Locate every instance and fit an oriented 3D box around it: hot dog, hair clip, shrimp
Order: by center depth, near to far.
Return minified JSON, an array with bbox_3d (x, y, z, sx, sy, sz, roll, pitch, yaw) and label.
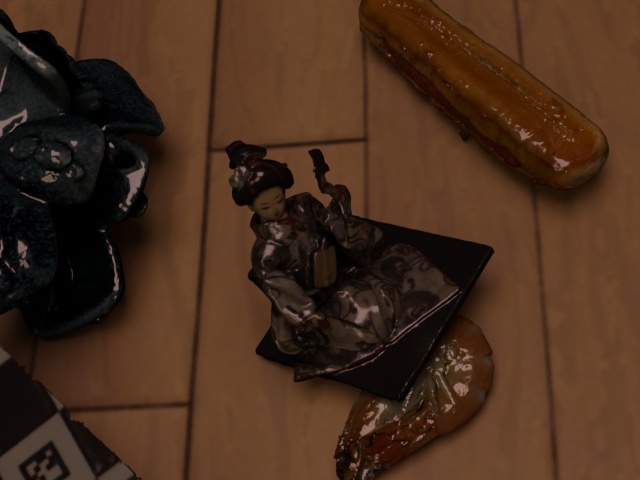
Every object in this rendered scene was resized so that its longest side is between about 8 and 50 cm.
[{"bbox_3d":[0.066,0.129,1.007,0.091,0.043,0.184,34,69,22],"label":"shrimp"},{"bbox_3d":[-0.257,-0.076,1.108,0.206,0.194,0.310,-48,61,13],"label":"hair clip"},{"bbox_3d":[0.138,-0.139,1.145,0.088,0.061,0.286,-31,58,-13],"label":"hot dog"}]

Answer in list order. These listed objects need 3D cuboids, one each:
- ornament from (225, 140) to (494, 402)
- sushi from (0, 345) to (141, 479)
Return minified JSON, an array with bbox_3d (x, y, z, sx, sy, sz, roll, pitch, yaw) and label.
[{"bbox_3d":[0.000,0.000,0.985,0.153,0.196,0.166,12,59,40],"label":"ornament"},{"bbox_3d":[-0.297,0.237,0.990,0.339,0.069,0.320,35,85,27],"label":"sushi"}]
